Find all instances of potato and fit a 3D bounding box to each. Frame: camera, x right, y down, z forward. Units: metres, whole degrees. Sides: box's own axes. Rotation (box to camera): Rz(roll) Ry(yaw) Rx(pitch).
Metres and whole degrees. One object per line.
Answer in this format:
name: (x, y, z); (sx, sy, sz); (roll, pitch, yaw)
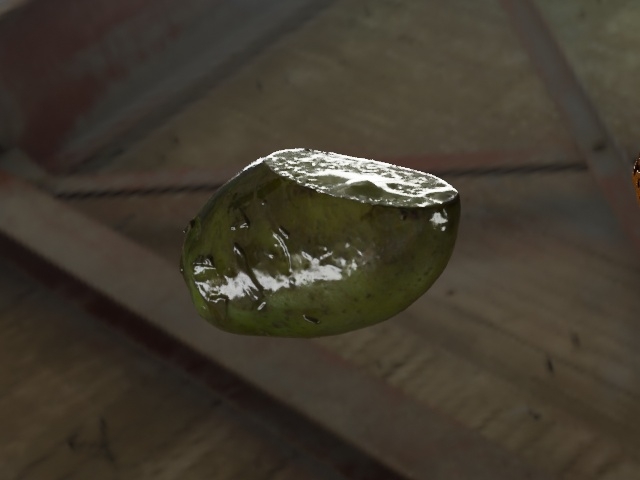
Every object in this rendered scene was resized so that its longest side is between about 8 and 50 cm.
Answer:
potato: (0.000, 0.000, 1.563); (0.298, 0.176, 0.141); (-14, -165, 30)

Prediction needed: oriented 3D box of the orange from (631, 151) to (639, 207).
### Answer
orange: (0.370, -0.062, 1.475); (0.193, 0.161, 0.193); (-40, -157, 22)
